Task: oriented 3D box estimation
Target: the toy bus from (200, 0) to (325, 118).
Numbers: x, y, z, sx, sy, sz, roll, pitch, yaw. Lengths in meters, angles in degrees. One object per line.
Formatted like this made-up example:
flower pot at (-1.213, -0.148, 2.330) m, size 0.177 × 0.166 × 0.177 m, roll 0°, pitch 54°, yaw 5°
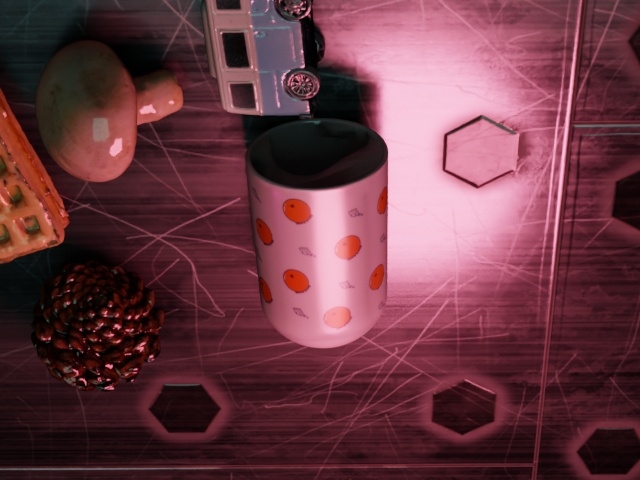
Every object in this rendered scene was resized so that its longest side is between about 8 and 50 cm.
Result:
toy bus at (-0.085, -0.316, 1.883) m, size 0.165 × 0.133 × 0.271 m, roll -1°, pitch 125°, yaw 6°

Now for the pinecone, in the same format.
pinecone at (-0.363, 0.145, 2.148) m, size 0.222 × 0.221 × 0.221 m, roll 0°, pitch 123°, yaw 0°

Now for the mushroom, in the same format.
mushroom at (-0.326, -0.199, 1.951) m, size 0.206 × 0.209 × 0.206 m, roll 17°, pitch 127°, yaw 24°

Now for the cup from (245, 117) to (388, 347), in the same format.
cup at (0.000, 0.000, 2.039) m, size 0.212 × 0.212 × 0.317 m, roll -2°, pitch 123°, yaw 1°

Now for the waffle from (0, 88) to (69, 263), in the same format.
waffle at (-0.570, -0.126, 2.019) m, size 0.261 × 0.114 × 0.376 m, roll -15°, pitch 121°, yaw 10°
